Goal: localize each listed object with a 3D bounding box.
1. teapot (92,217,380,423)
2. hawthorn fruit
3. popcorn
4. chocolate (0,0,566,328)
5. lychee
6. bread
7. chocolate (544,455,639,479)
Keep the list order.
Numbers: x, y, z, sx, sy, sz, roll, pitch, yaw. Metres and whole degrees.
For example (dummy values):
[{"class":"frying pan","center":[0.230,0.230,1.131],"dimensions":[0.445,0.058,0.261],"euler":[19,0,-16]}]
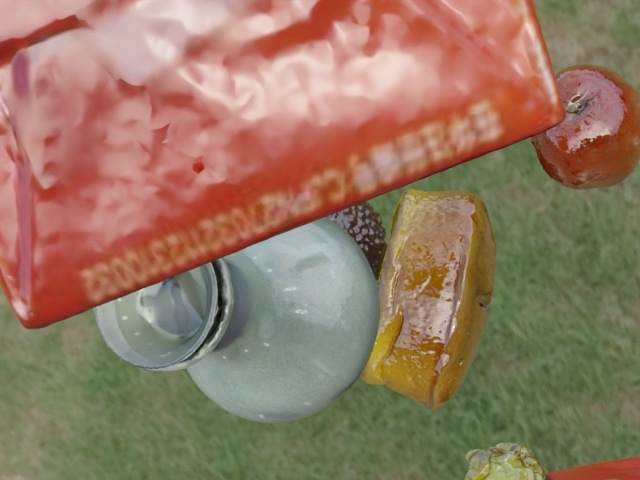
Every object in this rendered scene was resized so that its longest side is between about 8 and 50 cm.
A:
[{"class":"teapot","center":[-0.068,0.055,1.225],"dimensions":[0.183,0.251,0.183],"euler":[-3,84,25]},{"class":"hawthorn fruit","center":[0.257,-0.111,1.484],"dimensions":[0.128,0.128,0.128],"euler":[-14,50,17]},{"class":"popcorn","center":[0.145,0.183,1.157],"dimensions":[0.059,0.083,0.068],"euler":[-71,13,-18]},{"class":"chocolate","center":[-0.054,-0.118,0.609],"dimensions":[0.237,0.234,0.108],"euler":[-23,20,-1]},{"class":"lychee","center":[0.000,0.000,2.096],"dimensions":[0.188,0.188,0.188],"euler":[-14,50,17]},{"class":"bread","center":[0.135,0.068,1.859],"dimensions":[0.143,0.195,0.269],"euler":[14,101,5]},{"class":"chocolate","center":[0.351,0.226,0.930],"dimensions":[0.341,0.161,0.360],"euler":[-6,6,-10]}]
